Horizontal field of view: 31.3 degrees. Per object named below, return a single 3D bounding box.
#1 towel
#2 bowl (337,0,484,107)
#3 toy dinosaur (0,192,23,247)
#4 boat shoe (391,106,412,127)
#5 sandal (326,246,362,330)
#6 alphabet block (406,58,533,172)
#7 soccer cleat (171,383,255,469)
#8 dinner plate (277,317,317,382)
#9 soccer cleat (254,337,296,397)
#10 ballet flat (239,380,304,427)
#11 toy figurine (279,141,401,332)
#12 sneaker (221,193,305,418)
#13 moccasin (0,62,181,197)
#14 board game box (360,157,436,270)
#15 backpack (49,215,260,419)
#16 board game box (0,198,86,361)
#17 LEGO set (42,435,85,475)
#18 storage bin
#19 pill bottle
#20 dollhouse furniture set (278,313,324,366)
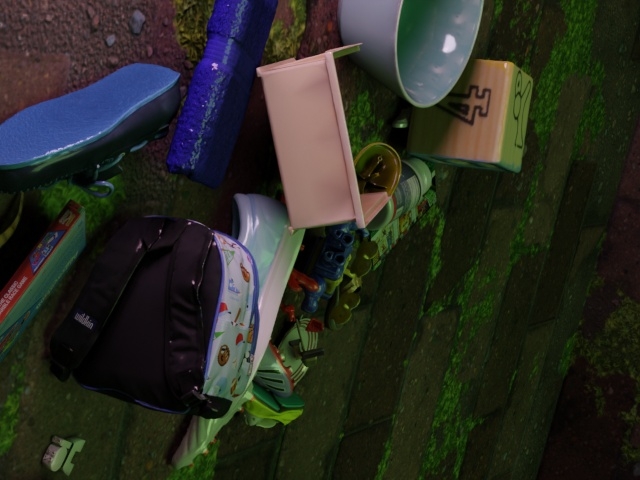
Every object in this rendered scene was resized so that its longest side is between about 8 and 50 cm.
[{"bbox_3d":[-0.147,-0.232,1.624,0.227,0.076,0.308,22,85,-84],"label":"towel"},{"bbox_3d":[0.143,-0.399,1.976,0.311,0.163,0.311,-38,138,-44],"label":"bowl"},{"bbox_3d":[-0.419,0.021,1.380,0.211,0.064,0.112,-27,128,-51],"label":"toy dinosaur"},{"bbox_3d":[0.168,-0.245,2.244,0.100,0.035,0.035,-29,122,-53],"label":"boat shoe"},{"bbox_3d":[0.054,0.097,2.235,0.072,0.049,0.180,-15,119,-56],"label":"sandal"},{"bbox_3d":[0.297,-0.247,2.254,0.192,0.193,0.197,9,90,-68],"label":"alphabet block"},{"bbox_3d":[-0.194,0.301,1.937,0.196,0.076,0.068,-48,-173,-10],"label":"soccer cleat"},{"bbox_3d":[-0.051,0.212,2.160,0.141,0.017,0.141,-35,134,-46],"label":"dinner plate"},{"bbox_3d":[-0.117,0.198,1.978,0.095,0.083,0.248,-32,135,-11],"label":"soccer cleat"},{"bbox_3d":[-0.104,0.304,2.079,0.077,0.077,0.231,-46,153,8],"label":"ballet flat"},{"bbox_3d":[0.000,0.000,2.055,0.217,0.191,0.362,117,-6,-73],"label":"toy figurine"},{"bbox_3d":[-0.145,0.094,1.823,0.135,0.150,0.366,138,-29,-69],"label":"sneaker"},{"bbox_3d":[-0.283,-0.120,1.453,0.342,0.138,0.117,-34,139,-46],"label":"moccasin"},{"bbox_3d":[0.162,-0.065,2.346,0.259,0.030,0.136,-46,140,-37],"label":"board game box"},{"bbox_3d":[-0.203,0.102,1.610,0.213,0.276,0.263,13,89,-66],"label":"backpack"},{"bbox_3d":[-0.386,0.086,1.443,0.281,0.027,0.145,-58,178,-22],"label":"board game box"},{"bbox_3d":[-0.393,0.387,1.617,0.227,0.087,0.093,-65,151,-11],"label":"LEGO set"},{"bbox_3d":[0.014,-0.164,1.799,0.260,0.123,0.262,-44,123,-71],"label":"storage bin"},{"bbox_3d":[0.135,-0.097,2.198,0.180,0.108,0.108,-32,133,-49],"label":"pill bottle"},{"bbox_3d":[-0.047,0.191,2.131,0.114,0.091,0.081,90,-14,-71],"label":"dollhouse furniture set"}]
